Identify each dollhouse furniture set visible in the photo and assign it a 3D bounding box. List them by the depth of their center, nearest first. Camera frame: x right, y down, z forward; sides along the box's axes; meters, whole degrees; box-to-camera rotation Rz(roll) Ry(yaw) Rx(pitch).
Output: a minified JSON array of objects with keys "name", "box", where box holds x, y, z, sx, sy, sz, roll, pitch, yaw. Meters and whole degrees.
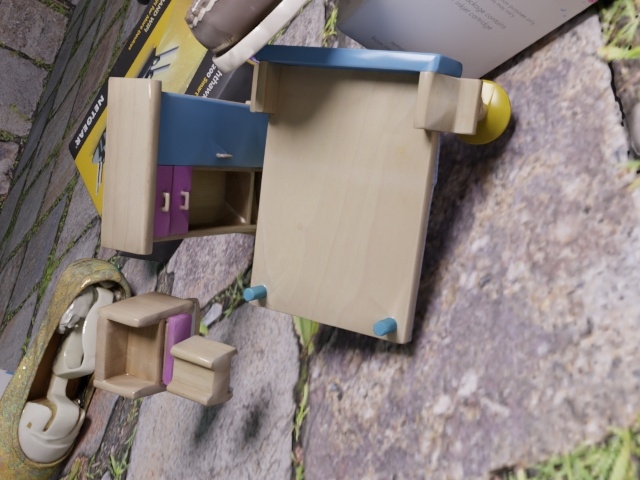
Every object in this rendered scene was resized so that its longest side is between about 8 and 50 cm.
[{"name":"dollhouse furniture set","box":[0.000,0.000,0.594,0.303,0.198,0.287,10,99,29]}]

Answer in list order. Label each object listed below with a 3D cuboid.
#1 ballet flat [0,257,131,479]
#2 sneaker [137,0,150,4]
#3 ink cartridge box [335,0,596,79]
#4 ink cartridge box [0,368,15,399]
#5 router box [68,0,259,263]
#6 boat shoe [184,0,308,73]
[{"name":"ballet flat","box":[-0.351,0.191,0.984,0.123,0.123,0.349,-2,67,58]},{"name":"sneaker","box":[-0.201,-0.413,1.148,0.131,0.148,0.350,-14,56,55]},{"name":"ink cartridge box","box":[0.170,-0.272,0.459,0.353,0.119,0.207,-29,43,46]},{"name":"ink cartridge box","box":[-0.561,0.314,1.163,0.232,0.171,0.168,-31,44,46]},{"name":"router box","box":[-0.204,-0.164,0.960,0.309,0.081,0.243,-53,51,21]},{"name":"boat shoe","box":[-0.011,-0.261,0.486,0.116,0.096,0.324,3,61,55]}]
